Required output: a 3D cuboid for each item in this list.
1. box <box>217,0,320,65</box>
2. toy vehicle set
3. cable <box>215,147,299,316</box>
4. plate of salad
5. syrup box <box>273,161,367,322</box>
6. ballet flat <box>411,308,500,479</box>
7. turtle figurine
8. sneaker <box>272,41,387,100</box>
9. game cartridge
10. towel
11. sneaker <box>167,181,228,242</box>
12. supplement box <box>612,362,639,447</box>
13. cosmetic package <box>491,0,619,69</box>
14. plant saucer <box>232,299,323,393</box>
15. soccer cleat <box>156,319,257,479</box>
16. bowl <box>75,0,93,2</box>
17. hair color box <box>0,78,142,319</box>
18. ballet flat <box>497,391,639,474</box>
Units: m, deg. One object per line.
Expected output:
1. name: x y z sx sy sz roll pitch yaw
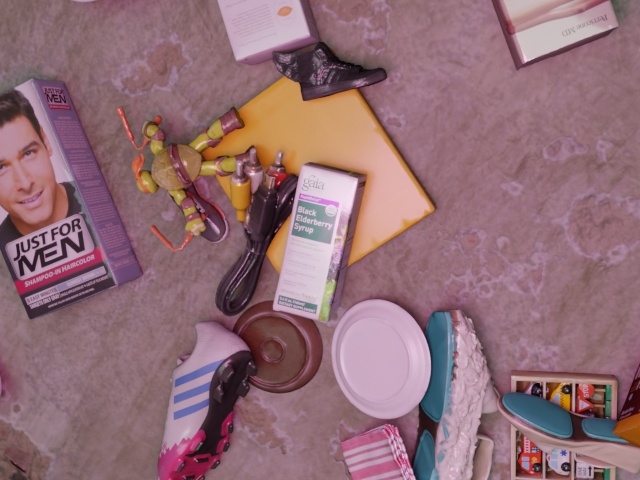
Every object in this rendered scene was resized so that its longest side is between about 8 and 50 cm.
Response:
1. box: -0.091 -0.386 1.336 0.130 0.091 0.170 -16 94 13
2. toy vehicle set: 0.398 0.350 1.365 0.166 0.035 0.266 0 98 11
3. cable: -0.108 -0.015 1.355 0.072 0.139 0.287 37 125 30
4. plate of salad: 0.103 0.197 1.384 0.200 0.048 0.199 2 93 39
5. syrup box: 0.000 0.000 1.319 0.093 0.096 0.236 14 101 10
6. ballet flat: 0.224 0.303 1.364 0.147 0.147 0.408 9 102 10
7. turtle figurine: -0.222 -0.137 1.350 0.217 0.087 0.269 -25 78 5
8. sneaker: 0.014 -0.275 1.307 0.170 0.051 0.089 -12 98 17
9. game cartridge: -0.011 -0.109 1.384 0.285 0.053 0.323 -33 88 14
10. towel: 0.103 0.414 1.374 0.144 0.029 0.197 -36 66 47
11. sneaker: -0.223 -0.058 1.420 0.061 0.065 0.158 -40 88 12
12. supplement box: 0.575 0.236 1.225 0.191 0.129 0.194 28 70 7
13. cosmetic package: 0.316 -0.421 1.230 0.153 0.129 0.296 -21 93 12
14. plant saucer: -0.080 0.190 1.445 0.168 0.029 0.168 1 98 10
15. soccer cleat: -0.217 0.290 1.458 0.143 0.116 0.331 42 115 35
16. bowl: -0.348 -0.537 1.323 0.298 0.134 0.297 14 115 33
17. hair color box: -0.479 -0.072 1.447 0.185 0.113 0.374 -21 92 14
18. ballet flat: 0.394 0.311 1.305 0.248 0.086 0.086 15 100 8
